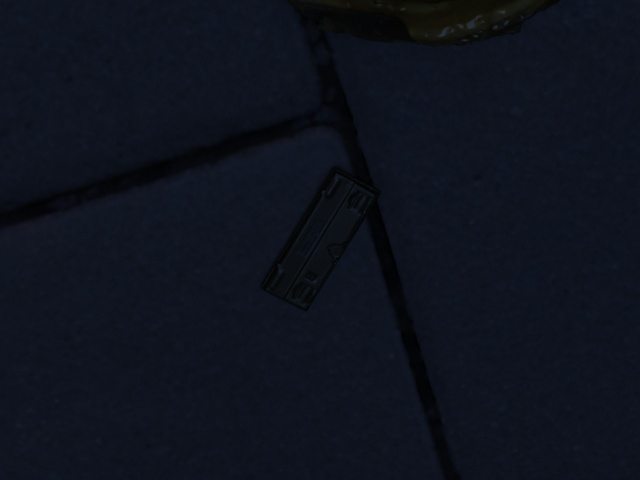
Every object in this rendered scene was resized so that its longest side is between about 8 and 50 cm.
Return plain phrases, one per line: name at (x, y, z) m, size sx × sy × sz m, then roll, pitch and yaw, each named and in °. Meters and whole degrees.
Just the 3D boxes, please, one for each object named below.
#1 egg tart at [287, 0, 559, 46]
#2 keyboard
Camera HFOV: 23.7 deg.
egg tart at (0.090, -0.301, 1.153) m, size 0.351 × 0.150 × 0.352 m, roll -3°, pitch 109°, yaw -8°
keyboard at (0.000, 0.000, 1.333) m, size 0.049 × 0.015 × 0.129 m, roll 28°, pitch 106°, yaw -13°
